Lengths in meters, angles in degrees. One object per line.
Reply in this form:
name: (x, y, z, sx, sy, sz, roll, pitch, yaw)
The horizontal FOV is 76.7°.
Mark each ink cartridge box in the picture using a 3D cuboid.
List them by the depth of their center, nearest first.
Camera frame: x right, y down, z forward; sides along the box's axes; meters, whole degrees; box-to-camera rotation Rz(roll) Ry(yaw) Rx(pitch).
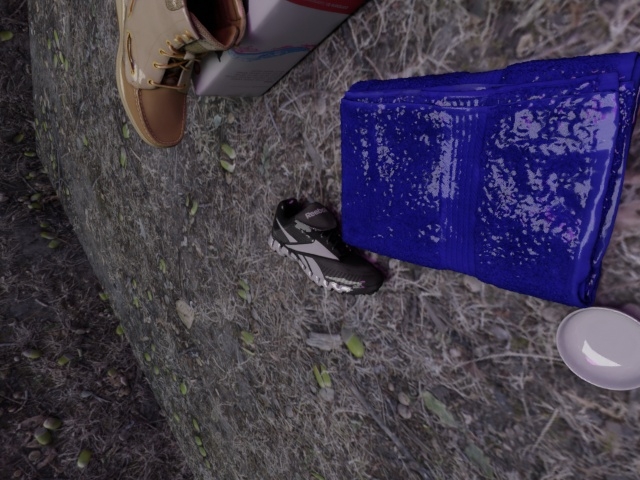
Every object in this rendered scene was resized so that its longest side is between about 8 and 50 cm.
ink cartridge box: (-0.087, -0.367, 0.552, 0.306, 0.131, 0.225, -20, 89, 47)

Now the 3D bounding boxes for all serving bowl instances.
serving bowl: (0.279, 0.100, 0.394, 0.083, 0.027, 0.083, 18, 117, 42)

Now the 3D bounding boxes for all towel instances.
towel: (0.141, -0.069, 0.442, 0.308, 0.076, 0.227, 16, 110, 44)

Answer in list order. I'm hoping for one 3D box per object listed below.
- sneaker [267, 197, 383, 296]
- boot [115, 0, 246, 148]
sneaker: (0.000, 0.000, 0.620, 0.234, 0.078, 0.106, 30, 126, 39)
boot: (-0.187, -0.243, 0.540, 0.204, 0.095, 0.261, 22, 116, 39)
